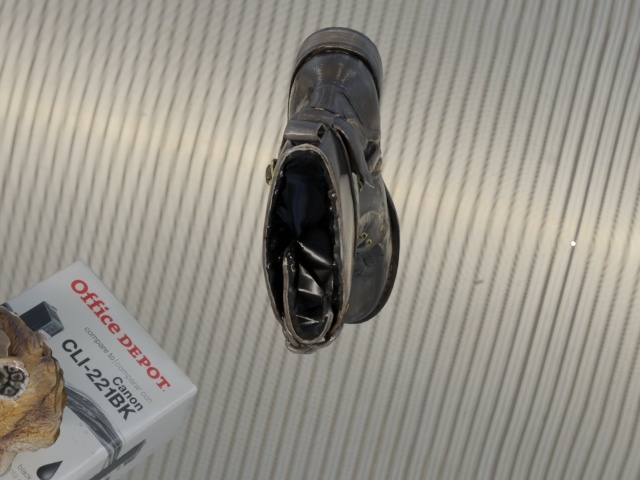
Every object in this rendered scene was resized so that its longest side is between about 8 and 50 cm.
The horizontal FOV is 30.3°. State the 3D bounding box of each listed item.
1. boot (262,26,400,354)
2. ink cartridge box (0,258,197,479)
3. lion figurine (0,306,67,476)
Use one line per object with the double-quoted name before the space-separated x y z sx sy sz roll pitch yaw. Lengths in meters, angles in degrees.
"boot" 0.000 0.000 0.794 0.091 0.229 0.263 -1 122 8
"ink cartridge box" -0.290 0.172 1.185 0.197 0.273 0.114 46 141 13
"lion figurine" -0.360 0.066 0.936 0.392 0.240 0.142 39 86 -21
